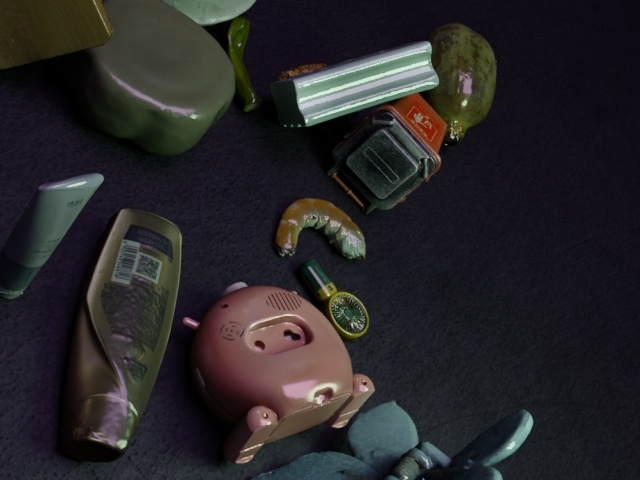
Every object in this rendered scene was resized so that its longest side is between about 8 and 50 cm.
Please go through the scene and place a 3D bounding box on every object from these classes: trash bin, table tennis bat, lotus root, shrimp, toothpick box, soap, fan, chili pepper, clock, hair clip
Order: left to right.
[{"bbox_3d":[-0.406,-0.429,1.316,0.308,0.188,0.190,-92,165,-48],"label":"toothpick box"},{"bbox_3d":[-0.147,-0.324,1.614,0.052,0.050,0.201,21,50,-51],"label":"chili pepper"},{"bbox_3d":[-0.070,0.159,1.258,0.227,0.142,0.241,-11,58,-36],"label":"clock"},{"bbox_3d":[0.000,0.000,1.518,0.161,0.049,0.166,45,43,-3],"label":"shrimp"},{"bbox_3d":[0.017,0.098,1.467,0.082,0.039,0.155,-27,79,-47],"label":"fan"},{"bbox_3d":[0.045,-0.248,1.729,0.156,0.013,0.087,-32,113,-52],"label":"table tennis bat"},{"bbox_3d":[0.058,-0.281,1.593,0.266,0.160,0.087,-19,103,-16],"label":"soap"},{"bbox_3d":[0.136,-0.176,1.682,0.161,0.184,0.238,46,31,-6],"label":"trash bin"},{"bbox_3d":[0.135,0.390,1.202,0.318,0.392,0.238,-33,111,-50],"label":"hair clip"},{"bbox_3d":[0.302,-0.347,1.951,0.173,0.173,0.309,22,56,-29],"label":"lotus root"}]

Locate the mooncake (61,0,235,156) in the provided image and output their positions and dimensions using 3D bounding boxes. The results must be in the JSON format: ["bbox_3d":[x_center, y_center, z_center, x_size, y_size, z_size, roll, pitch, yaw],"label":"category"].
[{"bbox_3d":[-0.272,-0.260,1.400,0.275,0.135,0.275,21,48,-25],"label":"mooncake"}]

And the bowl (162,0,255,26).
[{"bbox_3d":[-0.226,-0.547,1.554,0.314,0.146,0.313,6,70,-17],"label":"bowl"}]

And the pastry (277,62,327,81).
[{"bbox_3d":[-0.021,-0.303,1.703,0.140,0.056,0.080,-35,98,-50],"label":"pastry"}]

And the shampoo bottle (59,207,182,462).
[{"bbox_3d":[-0.264,0.120,1.175,0.126,0.084,0.350,24,49,-24],"label":"shampoo bottle"}]

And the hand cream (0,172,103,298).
[{"bbox_3d":[-0.340,-0.005,1.067,0.079,0.255,0.048,-23,75,-46],"label":"hand cream"}]
